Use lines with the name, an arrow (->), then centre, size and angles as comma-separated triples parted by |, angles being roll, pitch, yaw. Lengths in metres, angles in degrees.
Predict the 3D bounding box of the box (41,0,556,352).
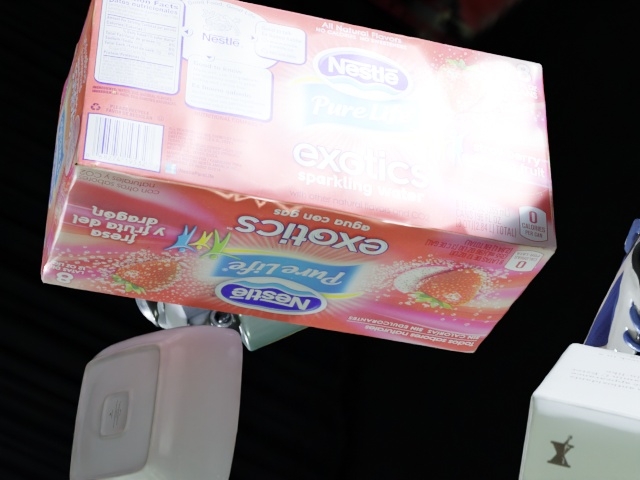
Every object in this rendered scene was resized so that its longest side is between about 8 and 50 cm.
box -> -0.016, -0.045, 1.068 | 0.142, 0.300, 0.154 | 120, -25, -54

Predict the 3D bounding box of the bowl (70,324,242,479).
bowl -> -0.121, 0.126, 1.145 | 0.142, 0.053, 0.142 | -16, -118, 45

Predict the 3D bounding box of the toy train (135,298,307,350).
toy train -> 0.000, 0.000, 1.457 | 0.334, 0.142, 0.190 | -22, -165, -9

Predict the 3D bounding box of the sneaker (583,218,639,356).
sneaker -> 0.212, 0.084, 1.045 | 0.182, 0.127, 0.315 | 56, 53, -78

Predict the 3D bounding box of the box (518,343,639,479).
box -> 0.186, 0.163, 0.816 | 0.119, 0.181, 0.181 | -27, 127, -70
